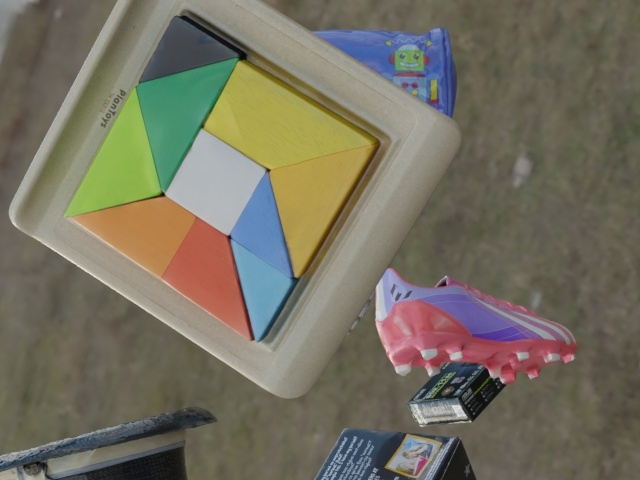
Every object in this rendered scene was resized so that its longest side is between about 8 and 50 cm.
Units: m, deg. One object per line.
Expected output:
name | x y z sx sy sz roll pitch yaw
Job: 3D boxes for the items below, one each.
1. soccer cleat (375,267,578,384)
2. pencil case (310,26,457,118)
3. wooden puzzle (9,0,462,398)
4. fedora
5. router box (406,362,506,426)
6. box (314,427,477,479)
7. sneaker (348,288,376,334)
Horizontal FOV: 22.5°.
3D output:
soccer cleat | 0.149 0.077 1.492 0.083 0.248 0.095 -33 62 42
pencil case | -0.015 -0.154 1.635 0.133 0.306 0.119 87 -178 -71
wooden puzzle | -0.061 -0.040 1.047 0.221 0.239 0.044 -59 -3 15
fedora | -0.268 0.300 1.845 0.334 0.334 0.152 153 103 -69
router box | 0.174 0.169 1.907 0.122 0.038 0.092 -41 16 -36
box | 0.083 0.334 1.604 0.142 0.247 0.163 -1 37 33
sneaker | 0.000 0.000 2.178 0.124 0.180 0.321 -97 27 -54
